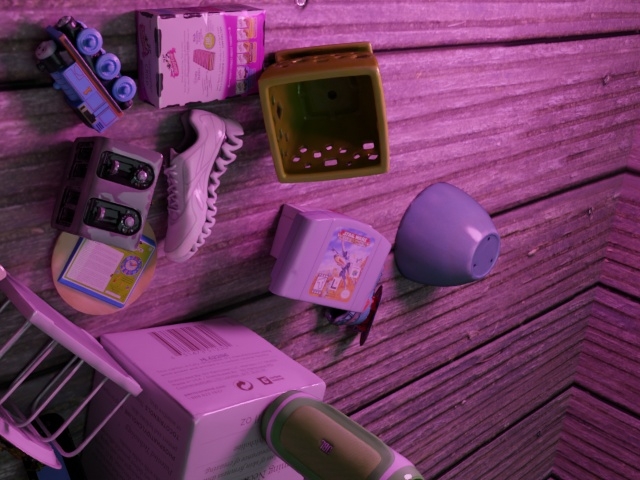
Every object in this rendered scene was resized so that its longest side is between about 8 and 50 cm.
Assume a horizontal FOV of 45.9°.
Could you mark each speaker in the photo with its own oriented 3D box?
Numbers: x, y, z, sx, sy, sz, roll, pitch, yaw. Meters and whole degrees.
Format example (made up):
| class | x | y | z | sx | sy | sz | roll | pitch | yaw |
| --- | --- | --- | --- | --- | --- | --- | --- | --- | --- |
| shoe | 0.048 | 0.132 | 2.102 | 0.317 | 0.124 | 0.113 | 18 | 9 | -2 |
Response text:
| class | x | y | z | sx | sy | sz | roll | pitch | yaw |
| --- | --- | --- | --- | --- | --- | --- | --- | --- | --- |
| speaker | 0.033 | 0.371 | 1.292 | 0.131 | 0.296 | 0.131 | -24 | 126 | -38 |

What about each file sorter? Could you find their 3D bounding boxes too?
| class | x | y | z | sx | sy | sz | roll | pitch | yaw |
| --- | --- | --- | --- | --- | --- | --- | --- | --- | --- |
| file sorter | -0.477 | 0.205 | 1.253 | 0.173 | 0.192 | 0.278 | -49 | 137 | -13 |

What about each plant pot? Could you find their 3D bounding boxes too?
| class | x | y | z | sx | sy | sz | roll | pitch | yaw |
| --- | --- | --- | --- | --- | --- | --- | --- | --- | --- |
| plant pot | 0.368 | 0.009 | 2.046 | 0.290 | 0.195 | 0.290 | -24 | 126 | -37 |
| plant pot | 0.015 | -0.264 | 1.483 | 0.207 | 0.227 | 0.228 | -86 | 169 | -56 |

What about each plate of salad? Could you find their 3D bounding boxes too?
| class | x | y | z | sx | sy | sz | roll | pitch | yaw |
| --- | --- | --- | --- | --- | --- | --- | --- | --- | --- |
| plate of salad | -0.518 | 0.327 | 1.260 | 0.048 | 0.199 | 0.200 | -51 | 138 | -17 |

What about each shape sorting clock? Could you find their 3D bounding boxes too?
| class | x | y | z | sx | sy | sz | roll | pitch | yaw |
| --- | --- | --- | --- | --- | --- | --- | --- | --- | --- |
| shape sorting clock | -0.389 | 0.034 | 1.370 | 0.206 | 0.040 | 0.206 | -16 | 116 | -37 |

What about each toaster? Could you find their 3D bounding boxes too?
| class | x | y | z | sx | sy | sz | roll | pitch | yaw |
| --- | --- | --- | --- | --- | --- | --- | --- | --- | --- |
| toaster | -0.353 | -0.081 | 1.242 | 0.110 | 0.185 | 0.168 | 18 | 86 | -34 |

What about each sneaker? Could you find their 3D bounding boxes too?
| class | x | y | z | sx | sy | sz | roll | pitch | yaw |
| --- | --- | --- | --- | --- | --- | --- | --- | --- | --- |
| sneaker | -0.248 | -0.105 | 1.413 | 0.118 | 0.110 | 0.292 | 19 | 87 | -42 |
| sneaker | 0.076 | 0.098 | 1.852 | 0.125 | 0.104 | 0.262 | -9 | 115 | -42 |

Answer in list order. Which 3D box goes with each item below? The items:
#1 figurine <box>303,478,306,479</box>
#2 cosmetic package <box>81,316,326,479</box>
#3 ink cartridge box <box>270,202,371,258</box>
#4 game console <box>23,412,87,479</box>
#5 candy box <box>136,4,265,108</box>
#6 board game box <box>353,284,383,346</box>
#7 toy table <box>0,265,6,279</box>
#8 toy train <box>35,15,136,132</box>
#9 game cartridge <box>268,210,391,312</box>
| class | x | y | z | sx | sy | sz | roll | pitch | yaw |
| --- | --- | --- | --- | --- | --- | --- | --- | --- | --- |
| figurine | -0.039 | 0.615 | 2.020 | 0.209 | 0.092 | 0.215 | 8 | 104 | -40 |
| cosmetic package | -0.243 | 0.406 | 1.498 | 0.329 | 0.327 | 0.394 | -5 | 114 | -45 |
| ink cartridge box | 0.000 | 0.000 | 1.700 | 0.176 | 0.128 | 0.127 | 6 | 105 | -47 |
| game console | -0.461 | 0.496 | 1.355 | 0.213 | 0.361 | 0.044 | -25 | 171 | 5 |
| candy box | -0.210 | -0.333 | 1.350 | 0.233 | 0.071 | 0.159 | -18 | 122 | -41 |
| board game box | 0.117 | 0.190 | 1.961 | 0.133 | 0.033 | 0.169 | -151 | -100 | -87 |
| toy table | -0.591 | 0.056 | 1.039 | 0.274 | 0.252 | 0.161 | -33 | 114 | -21 |
| toy train | -0.375 | -0.265 | 1.206 | 0.105 | 0.080 | 0.184 | -45 | 136 | -13 |
| game cartridge | 0.032 | 0.044 | 1.618 | 0.297 | 0.062 | 0.198 | 16 | 103 | -48 |
